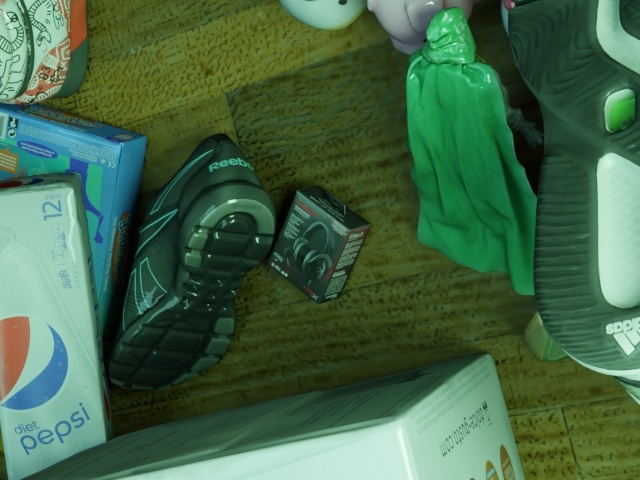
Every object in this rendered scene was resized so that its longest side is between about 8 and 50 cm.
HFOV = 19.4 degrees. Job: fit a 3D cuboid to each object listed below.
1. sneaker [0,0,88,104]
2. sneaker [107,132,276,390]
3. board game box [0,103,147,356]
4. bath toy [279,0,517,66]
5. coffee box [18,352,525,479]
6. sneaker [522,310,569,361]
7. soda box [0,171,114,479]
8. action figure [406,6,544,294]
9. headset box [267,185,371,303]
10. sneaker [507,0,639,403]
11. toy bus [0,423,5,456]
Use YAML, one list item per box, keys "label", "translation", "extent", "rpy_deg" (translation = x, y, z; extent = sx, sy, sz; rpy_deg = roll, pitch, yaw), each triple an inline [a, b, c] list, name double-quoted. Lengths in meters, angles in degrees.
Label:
- label: "sneaker"
  translation: [-0.276, -0.250, 1.629]
  extent: [0.090, 0.145, 0.270]
  rpy_deg: [9, 104, 36]
- label: "sneaker"
  translation: [-0.114, 0.025, 1.613]
  extent: [0.267, 0.101, 0.106]
  rpy_deg: [-57, 38, 36]
- label: "board game box"
  translation: [-0.249, -0.012, 1.700]
  extent: [0.160, 0.047, 0.210]
  rpy_deg: [18, 108, 21]
- label: "bath toy"
  translation: [0.067, -0.208, 1.387]
  extent: [0.348, 0.129, 0.151]
  rpy_deg: [24, 113, 31]
- label: "coffee box"
  translation: [-0.020, 0.296, 1.365]
  extent: [0.338, 0.337, 0.334]
  rpy_deg: [-14, 90, 16]
- label: "sneaker"
  translation: [0.231, 0.044, 1.351]
  extent: [0.192, 0.064, 0.086]
  rpy_deg: [-49, 65, 30]
- label: "soda box"
  translation: [-0.236, 0.090, 1.618]
  extent: [0.091, 0.098, 0.286]
  rpy_deg: [-6, 100, -2]
- label: "action figure"
  translation: [0.111, -0.071, 1.359]
  extent: [0.137, 0.063, 0.232]
  rpy_deg: [16, 141, 32]
- label: "headset box"
  translation: [0.000, 0.000, 1.541]
  extent: [0.062, 0.032, 0.083]
  rpy_deg: [38, 121, 26]
- label: "sneaker"
  translation: [0.254, -0.063, 1.240]
  extent: [0.169, 0.257, 0.447]
  rpy_deg: [-13, 54, 32]
- label: "toy bus"
  translation: [-0.358, 0.113, 1.776]
  extent: [0.333, 0.130, 0.108]
  rpy_deg: [32, 117, 29]
